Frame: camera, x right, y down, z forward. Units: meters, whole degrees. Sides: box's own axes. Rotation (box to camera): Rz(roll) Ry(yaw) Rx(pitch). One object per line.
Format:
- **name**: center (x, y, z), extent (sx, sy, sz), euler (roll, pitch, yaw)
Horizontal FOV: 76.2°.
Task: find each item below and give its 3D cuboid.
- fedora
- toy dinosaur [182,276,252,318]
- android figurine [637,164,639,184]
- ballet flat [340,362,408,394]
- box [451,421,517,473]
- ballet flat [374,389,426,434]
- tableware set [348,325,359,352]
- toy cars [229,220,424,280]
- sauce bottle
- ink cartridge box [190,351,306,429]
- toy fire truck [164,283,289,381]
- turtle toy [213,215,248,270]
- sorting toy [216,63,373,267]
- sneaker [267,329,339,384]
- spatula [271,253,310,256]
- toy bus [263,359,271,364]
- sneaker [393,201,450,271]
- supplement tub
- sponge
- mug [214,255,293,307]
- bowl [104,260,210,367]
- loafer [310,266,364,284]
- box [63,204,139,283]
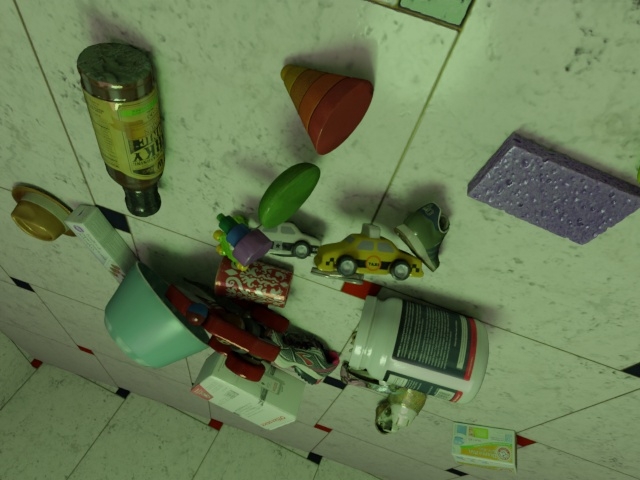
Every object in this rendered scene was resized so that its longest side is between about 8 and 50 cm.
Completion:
- **fedora**: center (-0.753, -0.057, 1.099), extent (0.194, 0.079, 0.194), euler (13, 142, 11)
- **toy dinosaur**: center (-0.296, 0.196, 1.216), extent (0.268, 0.064, 0.118), euler (28, 128, -9)
- **android figurine**: center (0.528, -0.097, 0.476), extent (0.248, 0.056, 0.272), euler (-1, 137, 26)
- **ballet flat**: center (0.166, 0.429, 1.287), extent (0.222, 0.077, 0.079), euler (5, 121, 20)
- **box**: center (0.568, 0.717, 1.412), extent (0.203, 0.114, 0.103), euler (-5, 136, 27)
- **ballet flat**: center (0.267, 0.591, 1.396), extent (0.123, 0.123, 0.348), euler (20, 142, 1)
- **tableware set**: center (0.178, 0.312, 1.155), extent (0.194, 0.039, 0.128), euler (17, 143, 4)
- **toy cars**: center (0.000, 0.000, 0.776), extent (0.394, 0.087, 0.176), euler (10, -172, 33)
- **sauce bottle**: center (-0.343, -0.174, 0.744), extent (0.111, 0.111, 0.344), euler (21, 144, 0)
- **ink cartridge box**: center (-0.218, 0.446, 1.233), extent (0.283, 0.117, 0.207), euler (32, 137, -13)
- **toy fire truck**: center (-0.241, 0.207, 1.017), extent (0.254, 0.169, 0.302), euler (32, 172, -35)
- **turtle toy**: center (-0.187, 0.001, 0.918), extent (0.095, 0.066, 0.130), euler (34, 145, 22)
- **sorting toy**: center (-0.072, -0.121, 0.641), extent (0.126, 0.127, 0.365), euler (43, 120, 10)
- **sneaker**: center (-0.064, 0.325, 1.232), extent (0.112, 0.121, 0.299), euler (-38, 129, 13)
- **spatula**: center (0.018, 0.040, 0.893), extent (0.297, 0.030, 0.084), euler (9, 180, 23)
- **toy bus**: center (-0.241, 0.450, 1.443), extent (0.108, 0.130, 0.332), euler (22, 143, -2)
- **sneaker**: center (0.200, -0.006, 0.730), extent (0.064, 0.086, 0.192), euler (48, -174, 33)
- **supplement tub**: center (0.216, 0.239, 0.923), extent (0.272, 0.191, 0.191), euler (15, 142, 8)
- **sponge**: center (0.346, -0.071, 0.613), extent (0.210, 0.031, 0.117), euler (22, 143, -3)
- **mug**: center (-0.157, 0.098, 1.015), extent (0.169, 0.113, 0.150), euler (14, -173, 2)
- **bowl**: center (-0.462, 0.226, 1.121), extent (0.311, 0.163, 0.311), euler (46, 167, 14)
- **loafer**: center (0.040, 0.071, 0.931), extent (0.125, 0.039, 0.045), euler (11, 175, 17)
- **box**: center (-0.582, 0.037, 1.148), extent (0.063, 0.067, 0.324), euler (7, 141, 17)
